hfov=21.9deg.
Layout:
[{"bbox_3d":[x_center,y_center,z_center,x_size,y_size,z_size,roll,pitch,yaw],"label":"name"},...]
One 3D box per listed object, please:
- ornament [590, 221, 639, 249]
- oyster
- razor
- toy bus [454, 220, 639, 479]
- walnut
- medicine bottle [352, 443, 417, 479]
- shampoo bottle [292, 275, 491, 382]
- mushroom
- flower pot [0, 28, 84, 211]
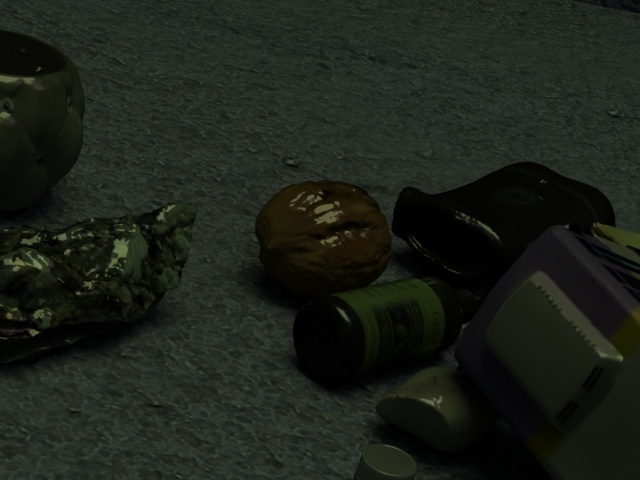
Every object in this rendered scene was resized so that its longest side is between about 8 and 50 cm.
[{"bbox_3d":[0.445,0.035,2.305,0.180,0.059,0.201,41,22,-3],"label":"ornament"},{"bbox_3d":[-0.282,0.036,1.856,0.351,0.158,0.162,-23,77,-35],"label":"oyster"},{"bbox_3d":[0.259,-0.021,2.308,0.204,0.113,0.349,30,28,30],"label":"razor"},{"bbox_3d":[0.340,0.183,1.702,0.249,0.209,0.440,19,24,-42],"label":"toy bus"},{"bbox_3d":[0.000,0.000,2.082,0.184,0.155,0.155,-4,31,-46],"label":"walnut"},{"bbox_3d":[0.057,0.254,1.636,0.058,0.091,0.058,13,24,-6],"label":"medicine bottle"},{"bbox_3d":[0.097,0.097,1.982,0.284,0.101,0.101,-10,35,-44],"label":"shampoo bottle"},{"bbox_3d":[0.161,0.174,1.868,0.116,0.093,0.225,15,23,36],"label":"mushroom"},{"bbox_3d":[-0.420,-0.152,2.093,0.246,0.195,0.246,13,23,-6],"label":"flower pot"}]
